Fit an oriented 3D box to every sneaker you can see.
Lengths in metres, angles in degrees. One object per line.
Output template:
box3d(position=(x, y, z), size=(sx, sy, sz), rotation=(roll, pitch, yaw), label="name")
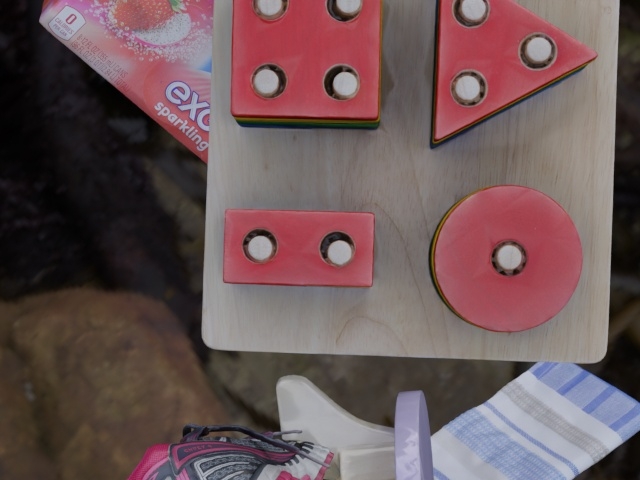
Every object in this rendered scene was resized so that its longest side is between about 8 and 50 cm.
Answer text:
box3d(position=(-0.064, 0.183, 1.216), size=(0.112, 0.299, 0.121), rotation=(32, 86, 6), label="sneaker")

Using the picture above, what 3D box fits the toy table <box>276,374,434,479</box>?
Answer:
box3d(position=(0.043, 0.270, 1.832), size=(0.160, 0.274, 0.252), rotation=(-6, 89, 5), label="toy table")

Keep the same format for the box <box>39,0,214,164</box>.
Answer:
box3d(position=(-0.049, -0.147, 1.240), size=(0.300, 0.154, 0.142), rotation=(41, 20, -24), label="box")

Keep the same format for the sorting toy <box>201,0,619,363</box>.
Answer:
box3d(position=(0.056, -0.056, 0.998), size=(0.255, 0.089, 0.257), rotation=(2, 88, 1), label="sorting toy")

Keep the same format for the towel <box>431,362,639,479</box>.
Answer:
box3d(position=(0.257, 0.255, 2.084), size=(0.285, 0.209, 0.034), rotation=(-31, 121, -17), label="towel")
